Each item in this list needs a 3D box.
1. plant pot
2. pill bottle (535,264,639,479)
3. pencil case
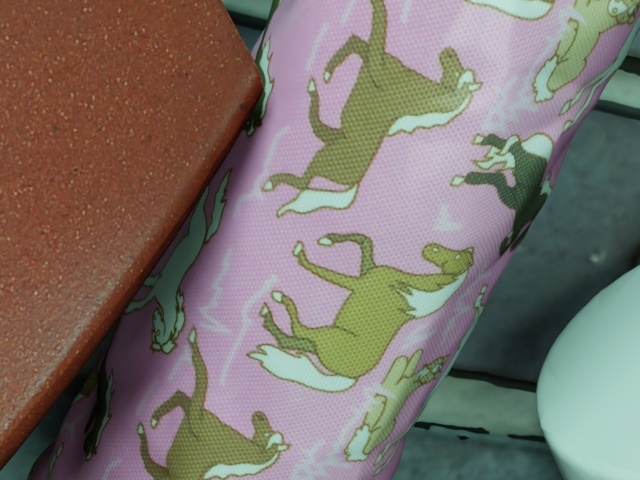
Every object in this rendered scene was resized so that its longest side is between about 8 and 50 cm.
[{"bbox_3d":[-0.183,-0.069,0.622,0.235,0.267,0.267,-38,118,-18],"label":"plant pot"},{"bbox_3d":[0.269,0.200,0.894,0.224,0.224,0.392,-32,117,-6],"label":"pill bottle"},{"bbox_3d":[0.000,0.000,0.725,0.160,0.167,0.386,31,111,16],"label":"pencil case"}]
